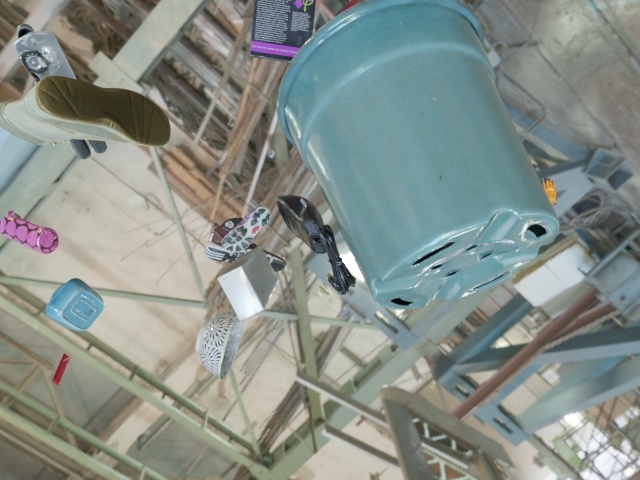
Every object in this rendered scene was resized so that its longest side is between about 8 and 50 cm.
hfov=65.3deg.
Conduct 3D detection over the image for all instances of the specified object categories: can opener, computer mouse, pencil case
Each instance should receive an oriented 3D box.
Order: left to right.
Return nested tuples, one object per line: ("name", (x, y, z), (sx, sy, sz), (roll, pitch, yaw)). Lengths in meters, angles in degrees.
("pencil case", (-0.977, -0.028, 1.676), (0.209, 0.098, 0.095), (18, -168, 19))
("can opener", (-0.534, -0.304, 1.037), (0.095, 0.076, 0.283), (53, 161, 36))
("computer mouse", (0.000, 0.000, 1.033), (0.262, 0.060, 0.184), (39, 156, 57))

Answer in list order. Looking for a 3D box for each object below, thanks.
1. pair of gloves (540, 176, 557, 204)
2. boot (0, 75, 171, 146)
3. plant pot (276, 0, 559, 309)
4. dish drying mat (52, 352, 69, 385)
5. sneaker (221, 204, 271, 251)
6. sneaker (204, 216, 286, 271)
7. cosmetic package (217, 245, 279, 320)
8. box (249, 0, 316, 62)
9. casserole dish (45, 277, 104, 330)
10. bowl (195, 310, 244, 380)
("pair of gloves", (0.508, -0.112, 1.172), (0.010, 0.083, 0.074), (52, -146, -67))
("boot", (-0.358, -0.182, 0.764), (0.213, 0.165, 0.077), (5, -97, -54))
("plant pot", (0.142, -0.102, 0.717), (0.341, 0.341, 0.334), (30, -144, -55))
("dish drying mat", (-0.724, 0.360, 1.396), (0.032, 0.008, 0.083), (81, -170, -51))
("sneaker", (-0.211, -0.034, 1.437), (0.068, 0.170, 0.071), (49, 177, -23))
("sneaker", (-0.241, 0.002, 1.679), (0.281, 0.106, 0.162), (17, -123, -25))
("cosmetic package", (-0.150, 0.085, 1.077), (0.099, 0.060, 0.239), (61, -174, -6))
("box", (-0.069, -0.423, 0.942), (0.116, 0.162, 0.029), (5, -167, -11))
("casserole dish", (-0.600, 0.166, 1.242), (0.037, 0.114, 0.188), (28, 158, 14))
("bowl", (-0.243, 0.236, 1.179), (0.080, 0.170, 0.170), (16, -171, 3))
